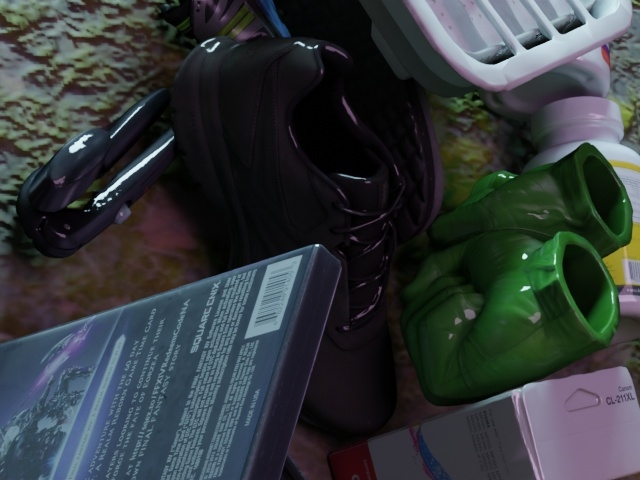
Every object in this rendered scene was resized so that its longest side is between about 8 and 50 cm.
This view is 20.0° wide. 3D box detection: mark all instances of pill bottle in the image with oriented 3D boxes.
[{"bbox_3d":[0.211,-0.015,1.432,0.103,0.103,0.184,15,62,-40],"label":"pill bottle"},{"bbox_3d":[0.181,-0.204,1.483,0.108,0.108,0.193,23,57,-36],"label":"pill bottle"}]

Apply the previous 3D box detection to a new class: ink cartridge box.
[{"bbox_3d":[0.114,0.147,1.212,0.127,0.175,0.072,-5,76,-45],"label":"ink cartridge box"}]

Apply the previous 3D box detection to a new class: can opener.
[{"bbox_3d":[-0.129,-0.045,1.151,0.059,0.073,0.186,52,35,-3],"label":"can opener"}]

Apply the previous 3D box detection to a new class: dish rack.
[{"bbox_3d":[0.064,-0.251,1.278,0.285,0.072,0.333,-28,85,-52],"label":"dish rack"}]

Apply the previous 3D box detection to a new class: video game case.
[{"bbox_3d":[-0.119,0.114,0.928,0.026,0.274,0.196,42,47,-31],"label":"video game case"}]

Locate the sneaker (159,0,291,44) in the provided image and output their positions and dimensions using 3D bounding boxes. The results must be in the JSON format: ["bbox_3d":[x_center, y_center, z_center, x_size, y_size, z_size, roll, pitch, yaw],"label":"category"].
[{"bbox_3d":[-0.068,-0.150,1.260,0.078,0.067,0.188,-23,95,-19],"label":"sneaker"}]

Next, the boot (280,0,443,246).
[{"bbox_3d":[0.068,-0.168,1.354,0.222,0.118,0.338,-10,82,-47],"label":"boot"}]

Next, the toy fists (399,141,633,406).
[{"bbox_3d":[0.130,0.022,1.270,0.096,0.142,0.279,53,25,-14],"label":"toy fists"}]

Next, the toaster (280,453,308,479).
[{"bbox_3d":[-0.083,0.187,1.044,0.186,0.110,0.168,56,43,-20],"label":"toaster"}]

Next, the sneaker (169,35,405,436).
[{"bbox_3d":[0.000,0.000,1.184,0.109,0.130,0.286,-38,114,-45],"label":"sneaker"}]
